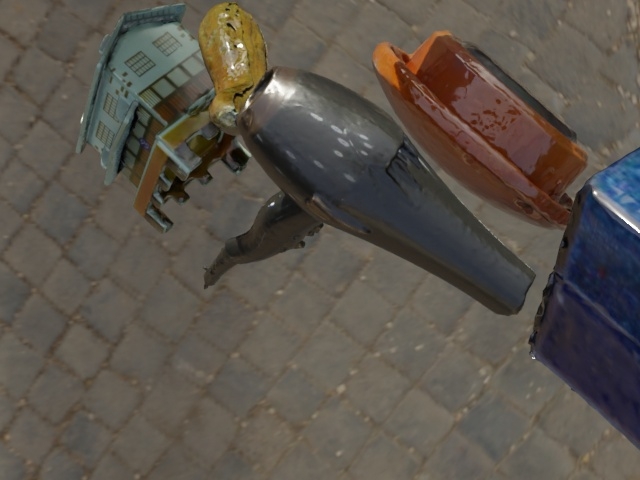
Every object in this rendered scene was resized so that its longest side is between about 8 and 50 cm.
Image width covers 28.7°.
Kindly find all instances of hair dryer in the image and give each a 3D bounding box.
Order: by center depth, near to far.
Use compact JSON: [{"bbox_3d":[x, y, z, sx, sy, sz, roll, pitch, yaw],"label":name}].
[{"bbox_3d":[0.000,0.000,1.184,0.303,0.120,0.359,36,145,-17],"label":"hair dryer"}]

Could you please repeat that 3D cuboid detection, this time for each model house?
[{"bbox_3d":[-0.206,-0.165,1.664,0.215,0.224,0.198,46,60,8],"label":"model house"}]

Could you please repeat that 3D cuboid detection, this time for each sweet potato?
[{"bbox_3d":[-0.085,-0.160,1.245,0.062,0.233,0.081,-34,125,18],"label":"sweet potato"}]

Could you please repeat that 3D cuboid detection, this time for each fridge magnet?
[{"bbox_3d":[0.220,-0.151,1.681,0.363,0.363,0.155,44,102,10],"label":"fridge magnet"}]

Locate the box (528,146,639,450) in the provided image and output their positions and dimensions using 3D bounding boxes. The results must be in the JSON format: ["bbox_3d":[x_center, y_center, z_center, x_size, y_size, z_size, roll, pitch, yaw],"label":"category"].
[{"bbox_3d":[0.278,0.045,0.508,0.279,0.261,0.116,43,144,32],"label":"box"}]
